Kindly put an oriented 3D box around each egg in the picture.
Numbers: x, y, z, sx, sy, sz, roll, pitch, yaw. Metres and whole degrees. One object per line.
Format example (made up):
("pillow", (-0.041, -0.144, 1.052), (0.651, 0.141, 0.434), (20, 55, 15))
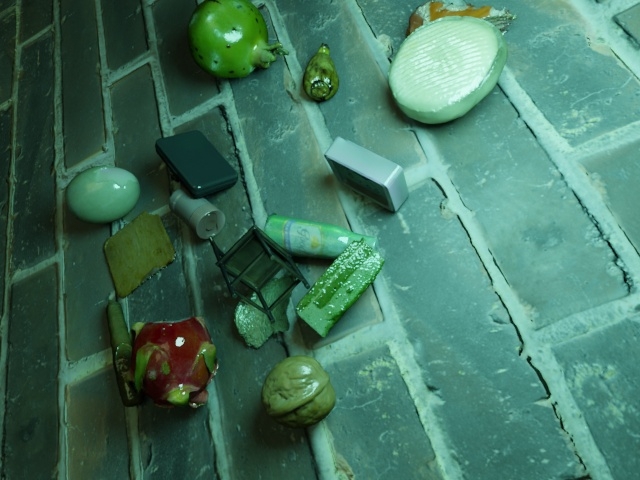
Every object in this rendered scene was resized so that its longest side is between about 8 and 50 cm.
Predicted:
("egg", (-0.683, -0.149, 1.306), (0.217, 0.183, 0.182), (-12, 67, 2))

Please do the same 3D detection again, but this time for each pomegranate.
("pomegranate", (-0.264, -0.636, 1.293), (0.341, 0.260, 0.260), (22, 80, 13))

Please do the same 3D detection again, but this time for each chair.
("chair", (-0.157, 0.056, 0.986), (0.141, 0.154, 0.260), (-45, 38, 2))

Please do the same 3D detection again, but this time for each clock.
("clock", (0.116, -0.162, 1.015), (0.197, 0.150, 0.063), (34, 82, 27))

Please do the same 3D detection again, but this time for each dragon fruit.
("dragon fruit", (-0.361, 0.298, 1.005), (0.224, 0.224, 0.226), (0, 83, 21))

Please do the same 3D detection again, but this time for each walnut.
("walnut", (-0.051, 0.336, 0.902), (0.167, 0.149, 0.166), (3, 99, 19))

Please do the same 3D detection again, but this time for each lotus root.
("lotus root", (0.004, -0.502, 1.221), (0.109, 0.094, 0.190), (5, 62, -2))

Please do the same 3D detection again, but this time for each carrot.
("carrot", (-0.562, 0.303, 1.156), (0.070, 0.070, 0.342), (-33, 61, 7))

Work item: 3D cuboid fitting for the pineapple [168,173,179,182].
("pineapple", (-0.421, -0.207, 1.293), (0.125, 0.058, 0.058), (-18, 66, 16))

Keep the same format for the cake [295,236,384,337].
("cake", (0.045, 0.107, 0.933), (0.100, 0.099, 0.235), (41, 102, 6))

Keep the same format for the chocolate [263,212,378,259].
("chocolate", (0.000, 0.000, 1.032), (0.292, 0.110, 0.110), (8, 74, 20))

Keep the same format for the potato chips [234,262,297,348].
("potato chips", (-0.123, 0.158, 1.039), (0.228, 0.059, 0.167), (-35, 55, 17))

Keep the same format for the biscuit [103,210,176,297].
("biscuit", (-0.578, 0.032, 1.289), (0.232, 0.013, 0.236), (-36, 63, 6))

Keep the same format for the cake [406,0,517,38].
("cake", (0.373, -0.592, 1.101), (0.288, 0.098, 0.135), (6, 73, 23))

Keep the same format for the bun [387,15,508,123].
("bun", (0.316, -0.419, 1.034), (0.288, 0.146, 0.287), (-8, 70, 22))

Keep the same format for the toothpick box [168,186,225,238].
("toothpick box", (-0.364, -0.083, 1.200), (0.149, 0.098, 0.098), (37, 87, 28))

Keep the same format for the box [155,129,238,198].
("box", (-0.370, -0.234, 1.224), (0.160, 0.050, 0.230), (-28, 68, -37))
